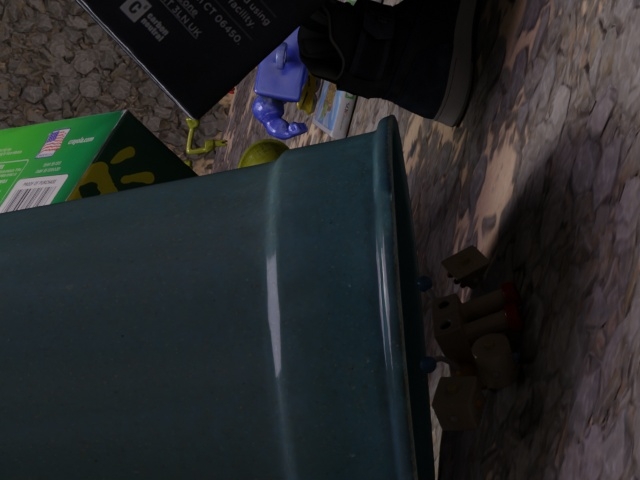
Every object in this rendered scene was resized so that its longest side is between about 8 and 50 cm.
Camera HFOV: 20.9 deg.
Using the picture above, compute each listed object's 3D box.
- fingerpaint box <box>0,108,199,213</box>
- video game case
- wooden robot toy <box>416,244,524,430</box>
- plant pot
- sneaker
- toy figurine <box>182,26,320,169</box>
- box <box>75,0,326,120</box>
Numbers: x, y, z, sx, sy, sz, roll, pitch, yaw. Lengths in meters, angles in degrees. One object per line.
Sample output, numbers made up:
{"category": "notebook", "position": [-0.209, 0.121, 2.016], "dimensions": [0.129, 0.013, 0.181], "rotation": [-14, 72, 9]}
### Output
{"category": "fingerpaint box", "position": [-0.210, 0.057, 1.711], "dimensions": [0.445, 0.371, 0.163], "rotation": [-3, 51, 53]}
{"category": "video game case", "position": [0.033, -0.238, 2.319], "dimensions": [0.212, 0.023, 0.193], "rotation": [-129, 54, -79]}
{"category": "wooden robot toy", "position": [0.118, 0.083, 1.271], "dimensions": [0.173, 0.076, 0.079], "rotation": [-88, -20, -52]}
{"category": "plant pot", "position": [-0.093, 0.096, 1.277], "dimensions": [0.341, 0.334, 0.341], "rotation": [-6, -90, -84]}
{"category": "sneaker", "position": [0.066, -0.219, 1.664], "dimensions": [0.086, 0.163, 0.226], "rotation": [111, 170, -47]}
{"category": "toy figurine", "position": [-0.088, -0.220, 2.451], "dimensions": [0.217, 0.191, 0.362], "rotation": [135, 147, -81]}
{"category": "box", "position": [-0.058, -0.389, 1.643], "dimensions": [0.472, 0.297, 0.480], "rotation": [-44, 11, 2]}
